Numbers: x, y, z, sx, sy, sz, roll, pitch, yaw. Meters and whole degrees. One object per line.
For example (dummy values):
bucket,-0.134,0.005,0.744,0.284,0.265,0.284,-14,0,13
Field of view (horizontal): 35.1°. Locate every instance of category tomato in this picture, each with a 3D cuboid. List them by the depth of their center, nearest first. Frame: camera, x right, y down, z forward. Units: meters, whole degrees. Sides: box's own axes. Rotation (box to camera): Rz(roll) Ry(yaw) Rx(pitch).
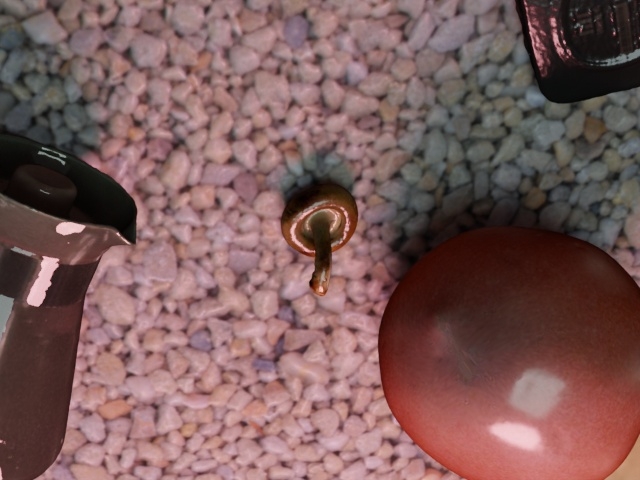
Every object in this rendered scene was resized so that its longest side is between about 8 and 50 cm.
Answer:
tomato,0.219,0.134,1.143,0.321,0.321,0.321,-4,119,-6

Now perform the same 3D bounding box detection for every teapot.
teapot,-0.370,0.068,1.085,0.300,0.253,0.344,31,105,12

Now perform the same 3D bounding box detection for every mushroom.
mushroom,-0.005,-0.001,1.170,0.088,0.073,0.129,12,82,-30

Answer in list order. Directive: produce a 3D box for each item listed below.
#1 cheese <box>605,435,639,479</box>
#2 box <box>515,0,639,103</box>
cheese,0.473,0.280,1.377,0.326,0.115,0.318,3,118,-12
box,0.316,-0.250,1.094,0.201,0.042,0.212,-15,126,6
